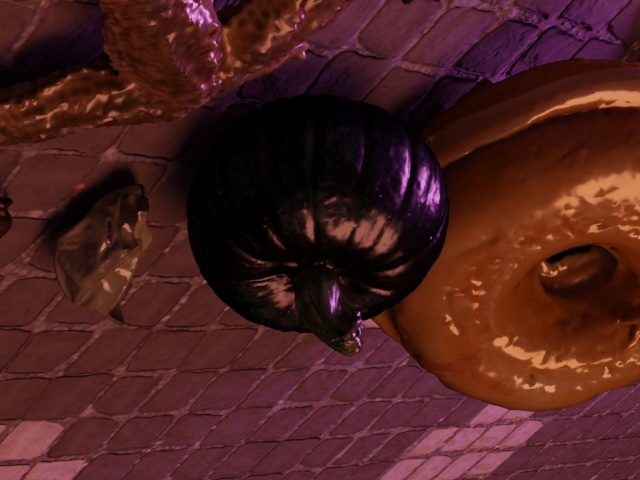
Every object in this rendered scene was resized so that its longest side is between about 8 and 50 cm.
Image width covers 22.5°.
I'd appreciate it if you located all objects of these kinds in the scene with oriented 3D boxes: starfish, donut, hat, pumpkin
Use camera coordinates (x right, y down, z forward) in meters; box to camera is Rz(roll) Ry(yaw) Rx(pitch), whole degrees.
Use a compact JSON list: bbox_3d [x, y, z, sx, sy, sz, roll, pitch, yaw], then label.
[{"bbox_3d":[-0.122,-0.156,1.225,0.432,0.082,0.324,-14,162,-32],"label":"starfish"},{"bbox_3d":[0.254,-0.003,1.681,0.449,0.198,0.448,-3,133,-3],"label":"donut"},{"bbox_3d":[-0.198,0.009,1.510,0.166,0.081,0.122,67,43,-78],"label":"hat"},{"bbox_3d":[0.000,0.000,1.475,0.248,0.248,0.248,-24,153,-13],"label":"pumpkin"}]

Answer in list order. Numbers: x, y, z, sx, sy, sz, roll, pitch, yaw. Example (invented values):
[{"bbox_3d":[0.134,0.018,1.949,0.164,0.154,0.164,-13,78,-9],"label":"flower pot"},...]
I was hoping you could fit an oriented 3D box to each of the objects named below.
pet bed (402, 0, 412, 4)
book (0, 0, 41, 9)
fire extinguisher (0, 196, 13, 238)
[{"bbox_3d":[0.073,-0.286,1.101,0.159,0.211,0.183,-13,152,-36],"label":"pet bed"},{"bbox_3d":[-0.253,-0.273,0.986,0.379,0.031,0.264,5,135,-50],"label":"book"},{"bbox_3d":[-0.306,0.002,1.402,0.132,0.039,0.056,-42,-176,21],"label":"fire extinguisher"}]
